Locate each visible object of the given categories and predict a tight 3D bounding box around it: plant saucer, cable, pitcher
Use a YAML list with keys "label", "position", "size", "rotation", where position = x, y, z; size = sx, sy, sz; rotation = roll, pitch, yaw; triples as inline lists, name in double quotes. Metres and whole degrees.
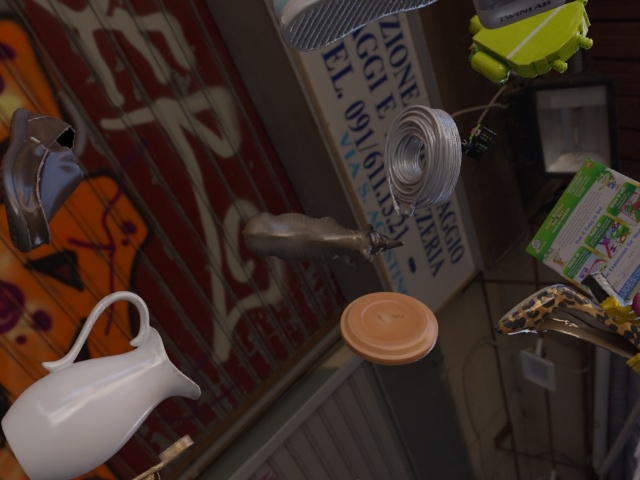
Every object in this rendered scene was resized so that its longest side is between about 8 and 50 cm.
- label: "plant saucer"
  position: [0.058, 0.071, 0.475]
  size: [0.083, 0.083, 0.013]
  rotation: [30, -44, 36]
- label: "cable"
  position: [0.256, -0.210, 1.414]
  size: [0.257, 0.089, 0.257]
  rotation: [-48, -130, 54]
- label: "pitcher"
  position: [-0.281, 0.177, 0.688]
  size: [0.178, 0.207, 0.125]
  rotation: [61, -28, 0]

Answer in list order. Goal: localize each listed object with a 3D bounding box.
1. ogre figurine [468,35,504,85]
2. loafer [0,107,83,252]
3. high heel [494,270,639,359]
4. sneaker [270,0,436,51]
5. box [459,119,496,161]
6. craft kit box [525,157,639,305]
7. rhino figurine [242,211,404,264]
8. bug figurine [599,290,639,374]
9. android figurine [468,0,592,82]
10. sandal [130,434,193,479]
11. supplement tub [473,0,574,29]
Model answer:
- label: "ogre figurine"
  position: [0.452, -0.503, 1.443]
  size: [0.118, 0.097, 0.197]
  rotation: [26, -12, 18]
- label: "loafer"
  position: [-0.521, -0.131, 1.055]
  size: [0.134, 0.130, 0.366]
  rotation: [111, -32, -44]
- label: "high heel"
  position: [0.458, 0.169, 0.987]
  size: [0.093, 0.261, 0.186]
  rotation: [95, -27, -56]
- label: "sneaker"
  position: [0.084, -0.452, 0.906]
  size: [0.135, 0.365, 0.150]
  rotation: [73, -6, -67]
- label: "box"
  position: [0.399, -0.257, 1.438]
  size: [0.052, 0.083, 0.062]
  rotation: [19, 20, -32]
- label: "craft kit box"
  position: [0.604, -0.013, 1.184]
  size: [0.061, 0.250, 0.246]
  rotation: [13, 23, -42]
- label: "rhino figurine"
  position: [0.000, 0.000, 0.806]
  size: [0.243, 0.073, 0.106]
  rotation: [5, -4, 16]
- label: "bug figurine"
  position: [0.473, 0.069, 0.653]
  size: [0.216, 0.279, 0.072]
  rotation: [31, 22, -21]
- label: "android figurine"
  position: [0.437, -0.436, 1.158]
  size: [0.056, 0.248, 0.273]
  rotation: [36, 12, -46]
- label: "sandal"
  position: [-0.348, 0.507, 1.137]
  size: [0.079, 0.240, 0.088]
  rotation: [50, -8, 11]
- label: "supplement tub"
  position: [0.346, -0.423, 0.700]
  size: [0.338, 0.207, 0.207]
  rotation: [-14, -57, 21]
